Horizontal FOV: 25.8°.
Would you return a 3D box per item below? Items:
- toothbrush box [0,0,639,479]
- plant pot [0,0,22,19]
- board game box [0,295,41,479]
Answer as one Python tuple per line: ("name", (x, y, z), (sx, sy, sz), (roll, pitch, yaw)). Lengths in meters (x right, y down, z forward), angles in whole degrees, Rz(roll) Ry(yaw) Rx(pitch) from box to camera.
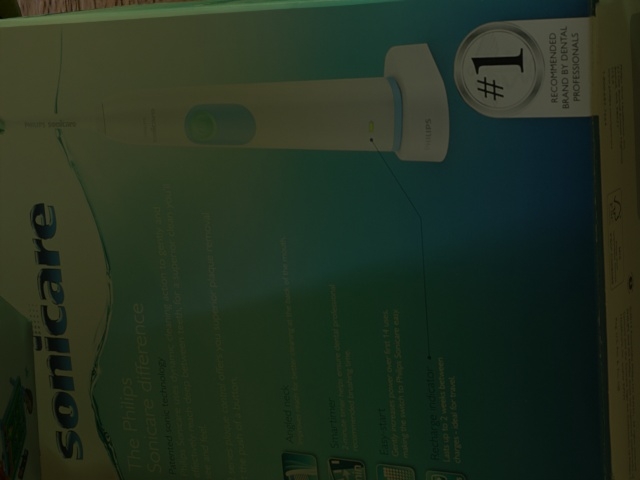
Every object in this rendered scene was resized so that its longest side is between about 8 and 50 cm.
("toothbrush box", (0.000, 0.000, 0.612), (0.296, 0.216, 0.126), (0, 12, 28))
("plant pot", (-0.409, -0.125, 1.002), (0.353, 0.366, 0.366), (6, 16, 41))
("board game box", (-0.232, 0.046, 0.415), (0.224, 0.097, 0.303), (-8, -18, 2))
